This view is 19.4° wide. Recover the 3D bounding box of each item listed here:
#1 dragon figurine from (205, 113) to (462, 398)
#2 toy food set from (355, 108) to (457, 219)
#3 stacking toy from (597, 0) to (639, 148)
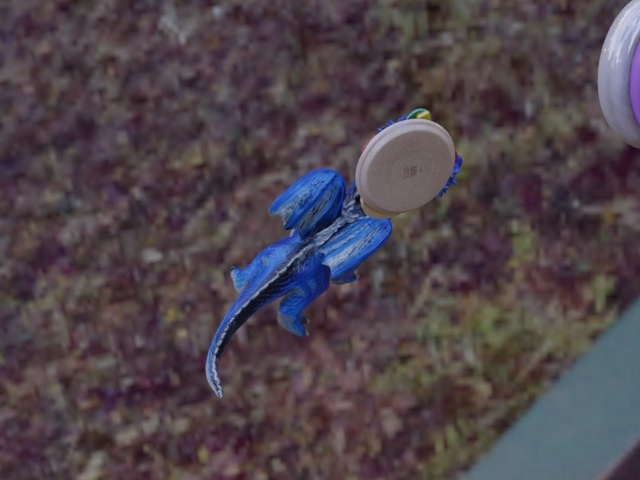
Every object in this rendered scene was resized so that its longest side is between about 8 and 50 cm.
[{"bbox_3d":[0.000,0.000,1.495,0.085,0.144,0.289,45,48,9],"label":"dragon figurine"},{"bbox_3d":[0.063,-0.055,1.387,0.082,0.083,0.020,-25,39,-8],"label":"toy food set"},{"bbox_3d":[0.387,-0.116,1.506,0.141,0.141,0.330,-36,33,-29],"label":"stacking toy"}]
